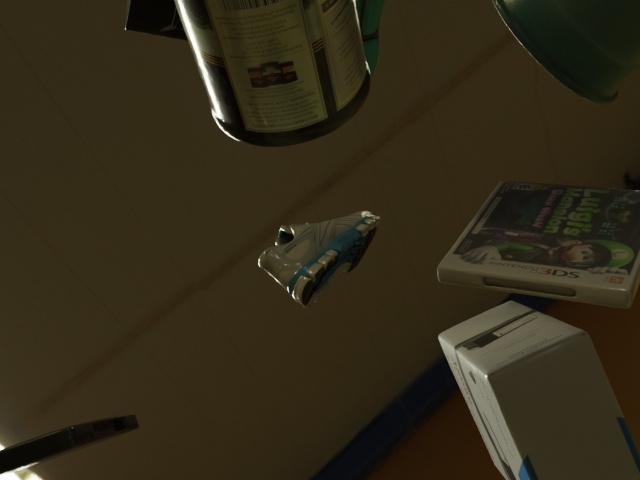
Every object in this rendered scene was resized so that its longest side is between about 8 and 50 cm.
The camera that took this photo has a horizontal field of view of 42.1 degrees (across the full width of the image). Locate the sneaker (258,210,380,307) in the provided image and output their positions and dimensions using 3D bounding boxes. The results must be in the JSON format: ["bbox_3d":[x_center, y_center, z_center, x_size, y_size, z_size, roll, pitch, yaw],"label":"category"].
[{"bbox_3d":[0.000,0.000,0.904,0.191,0.083,0.071,-33,-31,-57],"label":"sneaker"}]

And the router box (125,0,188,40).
[{"bbox_3d":[-0.155,-0.432,1.384,0.309,0.081,0.243,7,-31,-18],"label":"router box"}]

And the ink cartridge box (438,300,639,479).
[{"bbox_3d":[0.351,0.276,1.364,0.166,0.395,0.285,-24,-87,-1],"label":"ink cartridge box"}]

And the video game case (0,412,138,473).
[{"bbox_3d":[-0.323,0.236,0.908,0.196,0.026,0.274,-19,-8,-3],"label":"video game case"}]

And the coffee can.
[{"bbox_3d":[-0.060,-0.272,0.924,0.201,0.201,0.275,-37,-38,-18],"label":"coffee can"}]

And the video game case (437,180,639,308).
[{"bbox_3d":[0.227,-0.005,0.799,0.190,0.173,0.022,-45,-46,-48],"label":"video game case"}]

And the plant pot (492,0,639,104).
[{"bbox_3d":[0.538,-0.477,1.480,0.341,0.341,0.334,5,-35,-42],"label":"plant pot"}]

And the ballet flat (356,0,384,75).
[{"bbox_3d":[0.075,-0.420,1.670,0.083,0.087,0.247,-20,-40,-28],"label":"ballet flat"}]
